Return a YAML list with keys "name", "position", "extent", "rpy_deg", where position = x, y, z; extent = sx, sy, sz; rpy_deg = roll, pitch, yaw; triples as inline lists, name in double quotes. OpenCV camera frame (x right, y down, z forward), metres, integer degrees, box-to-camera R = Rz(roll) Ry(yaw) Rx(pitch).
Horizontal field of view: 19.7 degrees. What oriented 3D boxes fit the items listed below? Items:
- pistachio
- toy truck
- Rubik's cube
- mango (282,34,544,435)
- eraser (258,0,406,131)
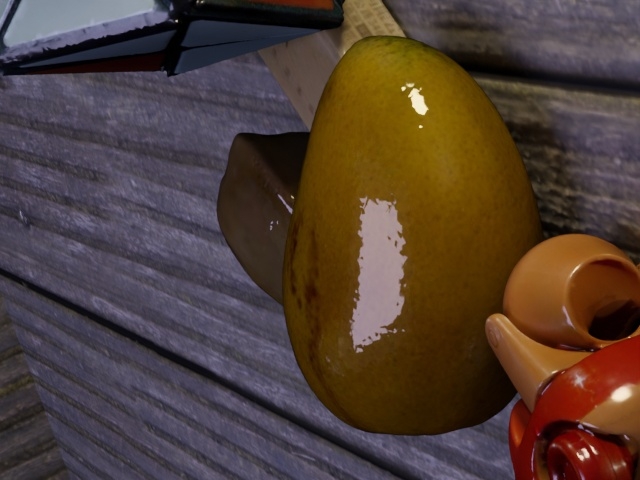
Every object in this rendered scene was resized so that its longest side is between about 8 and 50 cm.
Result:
- name: "pistachio"
  position: [0.000, 0.000, 1.871]
  extent: [0.260, 0.163, 0.213]
  rpy_deg: [49, -174, 28]
- name: "toy truck"
  position: [0.231, 0.136, 1.492]
  extent: [0.264, 0.189, 0.239]
  rpy_deg: [91, 156, -47]
- name: "Rubik's cube"
  position: [-0.151, -0.285, 1.639]
  extent: [0.248, 0.250, 0.246]
  rpy_deg: [-11, 87, 35]
- name: "mango"
  position: [0.082, 0.005, 1.630]
  extent: [0.264, 0.221, 0.378]
  rpy_deg: [36, 135, 54]
- name: "eraser"
  position: [-0.029, -0.246, 1.786]
  extent: [0.343, 0.078, 0.144]
  rpy_deg: [57, 155, 19]
